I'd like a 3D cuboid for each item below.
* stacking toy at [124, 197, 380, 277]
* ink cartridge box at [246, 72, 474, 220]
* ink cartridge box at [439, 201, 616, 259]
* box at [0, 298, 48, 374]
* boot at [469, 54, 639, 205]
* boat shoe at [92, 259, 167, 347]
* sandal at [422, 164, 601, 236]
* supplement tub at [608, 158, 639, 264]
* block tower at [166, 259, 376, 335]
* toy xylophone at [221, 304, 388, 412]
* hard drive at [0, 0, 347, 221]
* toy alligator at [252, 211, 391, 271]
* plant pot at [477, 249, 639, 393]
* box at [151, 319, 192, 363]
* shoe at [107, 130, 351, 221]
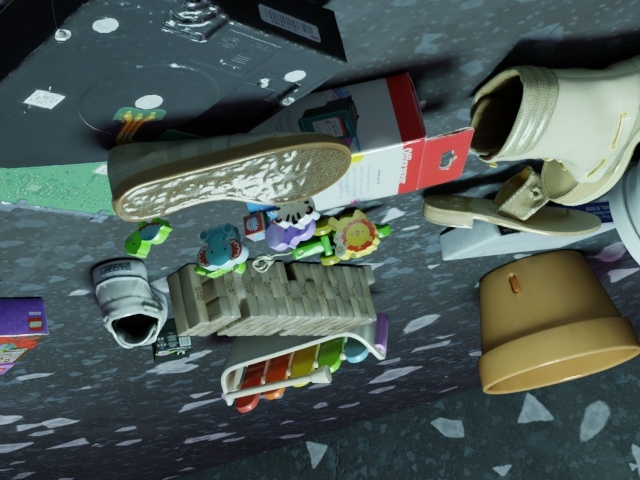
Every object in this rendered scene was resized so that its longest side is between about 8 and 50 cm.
[{"bbox_3d":[-0.068,0.001,0.969,0.221,0.052,0.167,-16,161,20],"label":"stacking toy"},{"bbox_3d":[0.030,-0.095,0.956,0.231,0.078,0.134,-12,162,-2],"label":"ink cartridge box"},{"bbox_3d":[0.320,-0.020,1.366,0.223,0.045,0.224,-6,172,-22],"label":"ink cartridge box"},{"bbox_3d":[-0.546,0.139,1.270,0.293,0.057,0.201,1,157,-37],"label":"box"},{"bbox_3d":[0.250,-0.111,1.032,0.203,0.095,0.262,-8,159,-17],"label":"boot"},{"bbox_3d":[-0.262,0.108,1.326,0.096,0.088,0.267,-10,161,-11],"label":"boat shoe"},{"bbox_3d":[0.257,-0.060,1.227,0.240,0.079,0.088,3,-156,-1],"label":"sandal"},{"bbox_3d":[0.527,-0.073,1.184,0.191,0.191,0.272,3,155,-40],"label":"supplement tub"},{"bbox_3d":[-0.058,0.089,1.405,0.335,0.097,0.091,3,156,-42],"label":"block tower"},{"bbox_3d":[-0.045,0.201,1.603,0.322,0.236,0.081,-15,118,26],"label":"toy xylophone"},{"bbox_3d":[-0.178,-0.116,0.776,0.339,0.064,0.237,-29,156,37],"label":"hard drive"},{"bbox_3d":[0.000,0.000,1.261,0.189,0.056,0.051,-15,-158,4],"label":"toy alligator"},{"bbox_3d":[0.413,0.147,1.724,0.290,0.204,0.291,-13,161,-4],"label":"plant pot"},{"bbox_3d":[-0.249,0.167,1.564,0.062,0.052,0.083,-7,161,-15],"label":"box"},{"bbox_3d":[-0.077,-0.069,0.814,0.219,0.058,0.077,-10,142,-22],"label":"shoe"}]
